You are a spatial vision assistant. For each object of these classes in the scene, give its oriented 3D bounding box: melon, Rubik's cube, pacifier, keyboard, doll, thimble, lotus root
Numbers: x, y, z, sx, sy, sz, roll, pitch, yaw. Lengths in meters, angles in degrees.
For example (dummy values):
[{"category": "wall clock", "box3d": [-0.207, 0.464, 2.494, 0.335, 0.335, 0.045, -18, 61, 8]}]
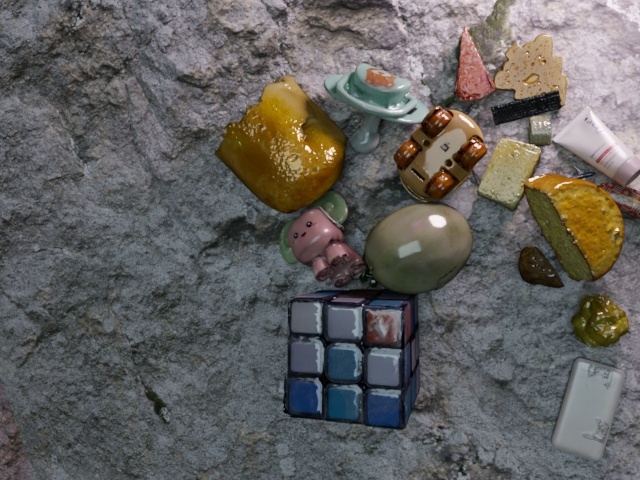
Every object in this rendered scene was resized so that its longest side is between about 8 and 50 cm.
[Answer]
[{"category": "melon", "box3d": [0.300, 0.021, 1.701, 0.330, 0.268, 0.268, -21, 85, -10]}, {"category": "Rubik's cube", "box3d": [0.113, 0.334, 1.723, 0.359, 0.363, 0.362, -2, 89, 18]}, {"category": "pacifier", "box3d": [0.154, -0.390, 1.775, 0.343, 0.288, 0.269, 26, 124, 18]}, {"category": "keyboard", "box3d": [0.613, -0.396, 1.713, 0.195, 0.018, 0.060, -11, 111, 27]}, {"category": "doll", "box3d": [0.000, 0.000, 1.851, 0.284, 0.216, 0.268, -39, 54, 19]}, {"category": "thimble", "box3d": [0.646, -0.325, 1.690, 0.062, 0.110, 0.084, 1, 136, 16]}, {"category": "lotus root", "box3d": [0.639, 0.089, 1.694, 0.095, 0.135, 0.159, -41, 67, 14]}]

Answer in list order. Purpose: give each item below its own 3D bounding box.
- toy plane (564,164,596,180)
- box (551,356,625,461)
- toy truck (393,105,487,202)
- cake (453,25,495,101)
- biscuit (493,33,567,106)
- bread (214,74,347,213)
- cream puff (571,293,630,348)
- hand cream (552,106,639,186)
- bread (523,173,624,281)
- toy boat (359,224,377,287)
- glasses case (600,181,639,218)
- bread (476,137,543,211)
[{"category": "toy plane", "box3d": [0.766, -0.189, 1.689, 0.083, 0.031, 0.078, -13, 88, 16]}, {"category": "box", "box3d": [0.787, 0.497, 1.689, 0.142, 0.044, 0.285, 15, 95, 18]}, {"category": "toy truck", "box3d": [0.353, -0.247, 1.718, 0.204, 0.211, 0.288, 45, 106, 10]}, {"category": "cake", "box3d": [0.437, -0.522, 1.751, 0.117, 0.086, 0.220, -25, 85, 13]}, {"category": "biscuit", "box3d": [0.644, -0.489, 1.715, 0.212, 0.041, 0.238, -42, 85, 14]}, {"category": "bread", "box3d": [-0.114, -0.288, 1.819, 0.361, 0.250, 0.394, -47, 74, 12]}, {"category": "cream puff", "box3d": [0.793, 0.227, 1.642, 0.156, 0.121, 0.156, 0, 91, 22]}, {"category": "hand cream", "box3d": [0.814, -0.267, 1.655, 0.133, 0.083, 0.248, -46, 66, 10]}, {"category": "bread", "box3d": [0.731, -0.059, 1.609, 0.179, 0.194, 0.340, -30, 94, 1]}, {"category": "toy boat", "box3d": [0.188, 0.050, 1.850, 0.104, 0.052, 0.210, 12, 95, 18]}, {"category": "glasses case", "box3d": [0.889, -0.112, 1.645, 0.194, 0.049, 0.073, 24, 97, 15]}, {"category": "bread", "box3d": [0.563, -0.198, 1.712, 0.138, 0.102, 0.196, 23, 95, 13]}]
